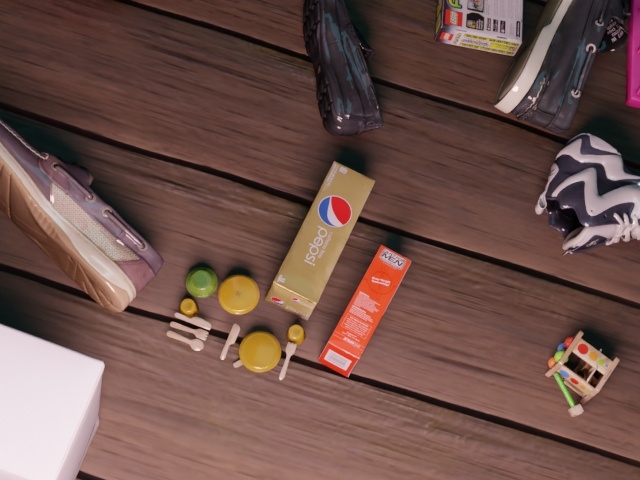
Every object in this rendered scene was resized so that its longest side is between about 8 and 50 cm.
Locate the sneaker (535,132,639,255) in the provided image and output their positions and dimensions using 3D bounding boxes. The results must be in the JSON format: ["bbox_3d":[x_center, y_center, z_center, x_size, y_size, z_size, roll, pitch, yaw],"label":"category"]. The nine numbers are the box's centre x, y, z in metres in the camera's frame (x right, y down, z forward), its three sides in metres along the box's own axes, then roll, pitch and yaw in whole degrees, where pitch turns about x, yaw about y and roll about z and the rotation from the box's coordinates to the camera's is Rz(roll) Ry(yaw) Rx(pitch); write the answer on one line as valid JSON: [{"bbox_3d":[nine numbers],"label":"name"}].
[{"bbox_3d":[0.372,-0.015,1.607,0.235,0.094,0.153,38,66,6],"label":"sneaker"}]

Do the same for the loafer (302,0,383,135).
[{"bbox_3d":[0.028,-0.237,1.648,0.078,0.076,0.223,-5,72,-19],"label":"loafer"}]

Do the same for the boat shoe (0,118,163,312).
[{"bbox_3d":[-0.296,-0.045,1.483,0.285,0.103,0.092,46,61,6],"label":"boat shoe"}]

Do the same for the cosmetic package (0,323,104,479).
[{"bbox_3d":[-0.347,0.173,1.303,0.224,0.224,0.138,20,64,-2],"label":"cosmetic package"}]

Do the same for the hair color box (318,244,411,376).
[{"bbox_3d":[0.052,0.082,1.510,0.043,0.072,0.141,28,65,2],"label":"hair color box"}]

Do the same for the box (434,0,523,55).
[{"bbox_3d":[0.218,-0.355,1.757,0.114,0.036,0.207,10,65,-7],"label":"box"}]

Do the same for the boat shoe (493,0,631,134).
[{"bbox_3d":[0.347,-0.276,1.702,0.113,0.127,0.340,34,59,-4],"label":"boat shoe"}]

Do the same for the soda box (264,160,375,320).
[{"bbox_3d":[0.000,0.000,1.541,0.058,0.061,0.181,26,64,0],"label":"soda box"}]

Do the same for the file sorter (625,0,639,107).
[{"bbox_3d":[0.541,-0.326,1.730,0.202,0.182,0.290,11,65,-6],"label":"file sorter"}]

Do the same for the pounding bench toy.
[{"bbox_3d":[0.299,0.160,1.537,0.065,0.052,0.083,37,65,6],"label":"pounding bench toy"}]

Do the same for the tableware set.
[{"bbox_3d":[-0.093,0.093,1.495,0.154,0.024,0.104,20,73,5],"label":"tableware set"}]
